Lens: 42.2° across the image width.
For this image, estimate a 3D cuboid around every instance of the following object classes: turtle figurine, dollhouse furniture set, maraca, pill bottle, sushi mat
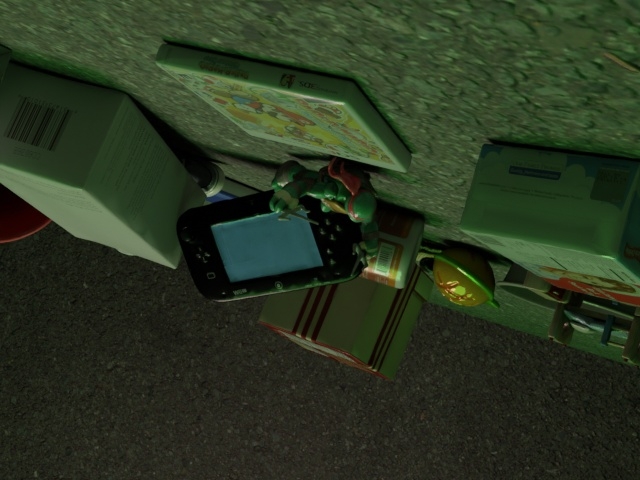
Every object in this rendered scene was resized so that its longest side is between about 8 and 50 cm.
[{"bbox_3d":[0.021,-0.047,1.090,0.175,0.118,0.234,36,-177,-23],"label":"turtle figurine"},{"bbox_3d":[0.389,0.092,1.194,0.129,0.129,0.184,14,173,41],"label":"dollhouse furniture set"},{"bbox_3d":[0.271,0.075,1.535,0.127,0.099,0.186,37,176,37],"label":"maraca"},{"bbox_3d":[0.052,-0.008,1.361,0.216,0.121,0.121,18,175,12],"label":"pill bottle"},{"bbox_3d":[0.252,0.038,1.726,0.151,0.019,0.316,17,175,4],"label":"sushi mat"}]

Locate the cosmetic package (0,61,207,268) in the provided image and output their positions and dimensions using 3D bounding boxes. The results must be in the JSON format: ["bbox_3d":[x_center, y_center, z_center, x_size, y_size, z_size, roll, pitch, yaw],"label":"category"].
[{"bbox_3d":[-0.347,-0.101,1.293,0.217,0.156,0.385,18,167,13],"label":"cosmetic package"}]

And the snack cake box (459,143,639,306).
[{"bbox_3d":[0.269,-0.004,0.819,0.152,0.089,0.264,12,172,38],"label":"snack cake box"}]

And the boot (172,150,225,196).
[{"bbox_3d":[-0.263,-0.126,1.486,0.190,0.069,0.086,15,180,37],"label":"boot"}]

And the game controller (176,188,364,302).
[{"bbox_3d":[-0.081,0.004,1.313,0.319,0.166,0.067,-11,-174,28],"label":"game controller"}]

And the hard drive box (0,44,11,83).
[{"bbox_3d":[-0.531,-0.191,1.124,0.089,0.181,0.232,23,172,-42],"label":"hard drive box"}]

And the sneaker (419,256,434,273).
[{"bbox_3d":[0.244,0.058,1.638,0.098,0.038,0.069,16,175,3],"label":"sneaker"}]

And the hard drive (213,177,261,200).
[{"bbox_3d":[-0.165,-0.085,1.755,0.319,0.040,0.210,21,175,-27],"label":"hard drive"}]

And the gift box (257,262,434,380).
[{"bbox_3d":[0.040,0.094,1.633,0.276,0.258,0.255,18,167,28],"label":"gift box"}]

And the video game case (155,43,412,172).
[{"bbox_3d":[-0.028,-0.132,0.858,0.206,0.026,0.227,16,174,22],"label":"video game case"}]

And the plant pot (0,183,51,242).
[{"bbox_3d":[-0.634,-0.154,1.582,0.275,0.275,0.243,22,-177,-35],"label":"plant pot"}]

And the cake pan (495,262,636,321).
[{"bbox_3d":[0.455,0.097,1.445,0.293,0.054,0.293,18,175,2],"label":"cake pan"}]
